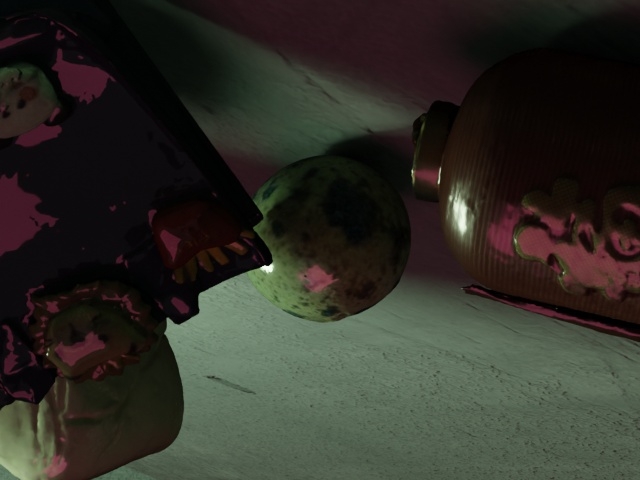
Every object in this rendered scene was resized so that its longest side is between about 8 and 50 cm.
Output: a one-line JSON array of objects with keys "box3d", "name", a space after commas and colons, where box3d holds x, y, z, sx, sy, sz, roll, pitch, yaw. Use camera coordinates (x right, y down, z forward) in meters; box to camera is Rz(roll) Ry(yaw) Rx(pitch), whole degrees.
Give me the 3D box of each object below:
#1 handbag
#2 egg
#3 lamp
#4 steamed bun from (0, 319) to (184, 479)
[{"box3d": [-0.233, -0.021, 1.090, 0.303, 0.122, 0.329, -27, 126, 10], "name": "handbag"}, {"box3d": [0.000, 0.000, 1.232, 0.141, 0.141, 0.182, 23, 165, -16], "name": "egg"}, {"box3d": [0.178, -0.030, 0.944, 0.258, 0.180, 0.180, 12, 160, 13], "name": "lamp"}, {"box3d": [-0.304, 0.057, 1.436, 0.384, 0.236, 0.247, 30, -162, 26], "name": "steamed bun"}]
